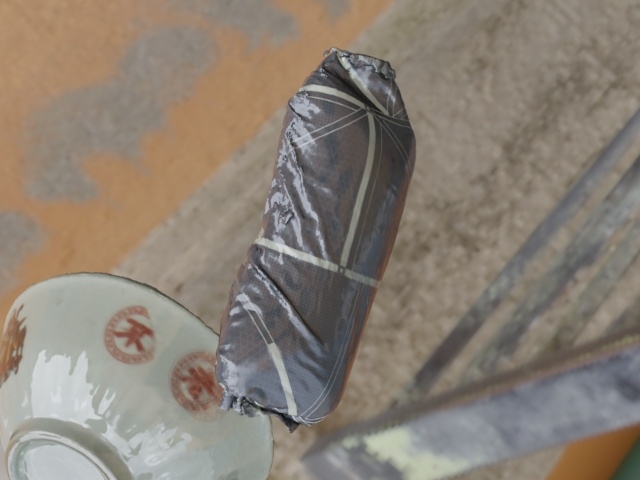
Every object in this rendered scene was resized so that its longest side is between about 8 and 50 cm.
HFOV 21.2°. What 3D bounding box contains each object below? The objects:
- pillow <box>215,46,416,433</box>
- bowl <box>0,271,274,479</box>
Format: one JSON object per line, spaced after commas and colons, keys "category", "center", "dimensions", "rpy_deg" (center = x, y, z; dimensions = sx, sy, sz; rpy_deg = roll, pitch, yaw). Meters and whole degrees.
{"category": "pillow", "center": [0.000, 0.000, 1.495], "dimensions": [0.092, 0.335, 0.161], "rpy_deg": [15, 172, 38]}
{"category": "bowl", "center": [-0.230, 0.213, 1.812], "dimensions": [0.337, 0.157, 0.337], "rpy_deg": [15, 131, 19]}
